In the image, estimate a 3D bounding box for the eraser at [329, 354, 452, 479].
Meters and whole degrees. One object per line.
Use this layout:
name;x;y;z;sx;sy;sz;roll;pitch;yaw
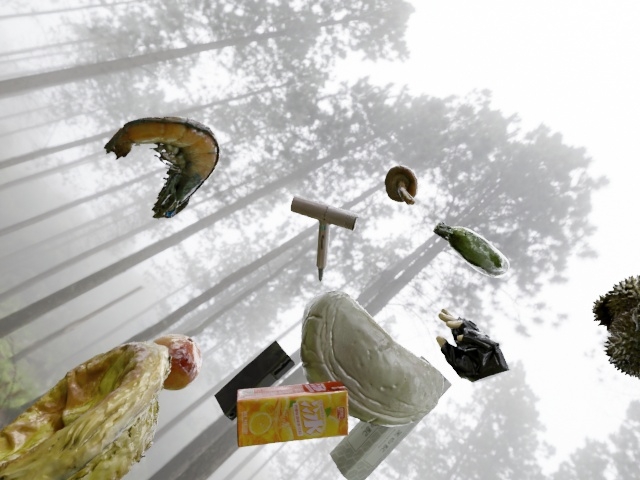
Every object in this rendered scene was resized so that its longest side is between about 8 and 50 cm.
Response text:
eraser;0.206;0.527;1.349;0.096;0.404;0.098;46;-5;-33

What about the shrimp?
shrimp;-0.344;-0.148;0.971;0.290;0.222;0.054;-50;-134;36

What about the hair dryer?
hair dryer;-0.012;-0.001;1.330;0.195;0.053;0.220;19;-75;9

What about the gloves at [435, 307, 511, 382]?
gloves;0.380;0.265;1.203;0.164;0.124;0.203;-42;-124;41

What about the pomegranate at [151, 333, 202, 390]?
pomegranate;-0.527;0.442;1.666;0.209;0.209;0.209;24;-50;32

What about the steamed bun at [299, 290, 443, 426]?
steamed bun;0.092;0.314;1.149;0.383;0.236;0.247;39;-15;-7

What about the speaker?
speaker;-0.174;0.370;1.223;0.082;0.218;0.044;35;-18;49

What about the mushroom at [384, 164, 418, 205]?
mushroom;0.206;-0.123;1.132;0.088;0.072;0.130;-37;-133;20

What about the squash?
squash;0.375;0.035;1.075;0.080;0.318;0.071;15;-97;49

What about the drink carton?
drink carton;-0.057;0.348;0.934;0.071;0.222;0.096;-177;-94;-79

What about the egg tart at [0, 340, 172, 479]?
egg tart;-0.358;0.289;0.692;0.341;0.341;0.132;-12;-67;48

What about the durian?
durian;0.838;0.227;1.177;0.258;0.258;0.293;32;-32;26
